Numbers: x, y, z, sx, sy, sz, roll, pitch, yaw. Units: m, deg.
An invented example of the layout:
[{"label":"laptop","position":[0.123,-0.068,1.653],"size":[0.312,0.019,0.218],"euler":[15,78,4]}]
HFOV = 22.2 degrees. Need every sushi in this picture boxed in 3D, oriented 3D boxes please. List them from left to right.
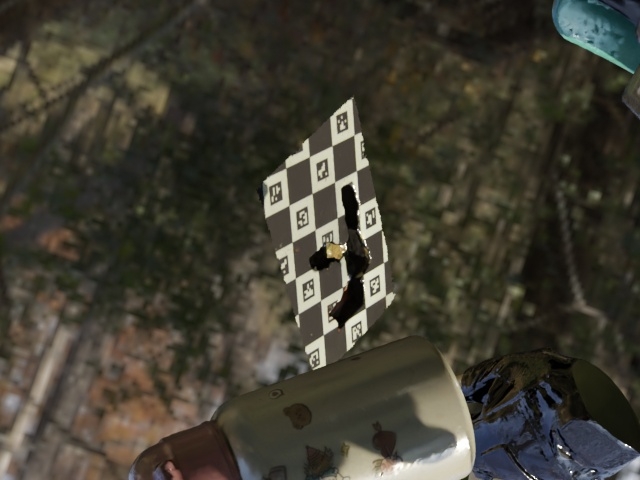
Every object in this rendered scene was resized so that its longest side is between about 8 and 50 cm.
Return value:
[{"label":"sushi","position":[0.000,0.000,1.852],"size":[0.043,0.192,0.279],"euler":[11,131,35]}]

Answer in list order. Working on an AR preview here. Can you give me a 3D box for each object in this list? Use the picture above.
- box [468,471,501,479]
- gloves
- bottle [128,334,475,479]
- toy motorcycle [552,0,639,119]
[{"label":"box","position":[0.263,0.359,1.988],"size":[0.095,0.168,0.212],"euler":[6,168,42]},{"label":"gloves","position":[0.190,0.183,1.556],"size":[0.164,0.203,0.124],"euler":[49,-145,-4]},{"label":"bottle","position":[-0.017,0.151,1.129],"size":[0.233,0.110,0.110],"euler":[-19,-169,-15]},{"label":"toy motorcycle","position":[0.121,-0.066,0.523],"size":[0.100,0.058,0.173],"euler":[22,-159,-24]}]
